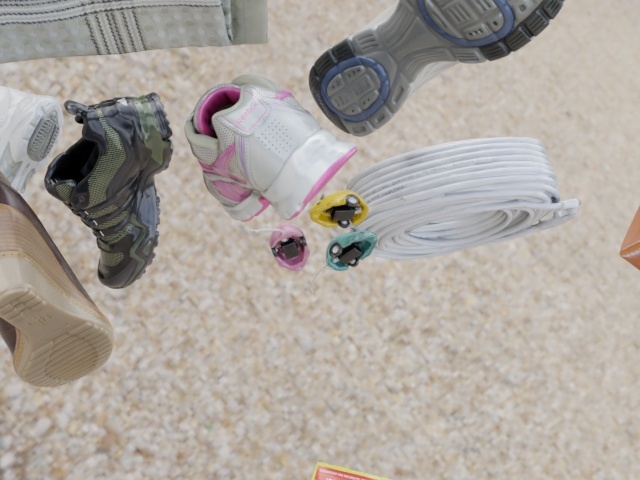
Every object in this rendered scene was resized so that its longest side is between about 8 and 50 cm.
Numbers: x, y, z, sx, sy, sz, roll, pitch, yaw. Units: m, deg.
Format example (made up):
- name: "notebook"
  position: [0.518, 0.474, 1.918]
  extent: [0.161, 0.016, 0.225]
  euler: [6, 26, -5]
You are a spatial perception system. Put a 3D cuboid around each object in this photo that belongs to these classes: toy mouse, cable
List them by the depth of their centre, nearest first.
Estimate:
- name: "toy mouse"
  position: [0.000, 0.000, 1.236]
  extent: [0.161, 0.143, 0.031]
  euler: [-6, 50, -16]
- name: "cable"
  position: [0.156, -0.050, 1.406]
  extent: [0.257, 0.257, 0.089]
  euler: [12, 64, -54]

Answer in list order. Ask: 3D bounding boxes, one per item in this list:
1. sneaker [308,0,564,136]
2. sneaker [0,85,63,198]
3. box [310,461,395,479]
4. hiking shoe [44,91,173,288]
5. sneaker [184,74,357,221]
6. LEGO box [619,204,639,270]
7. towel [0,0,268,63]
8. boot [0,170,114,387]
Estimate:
- name: "sneaker"
  position: [0.115, -0.207, 1.072]
  extent: [0.111, 0.297, 0.129]
  euler: [55, 43, -11]
- name: "sneaker"
  position: [-0.388, -0.072, 1.326]
  extent: [0.115, 0.232, 0.090]
  euler: [23, -14, 18]
- name: "box"
  position: [0.009, 0.266, 0.838]
  extent: [0.087, 0.058, 0.232]
  euler: [14, 34, 6]
- name: "hiking shoe"
  position: [-0.216, -0.048, 1.148]
  extent: [0.114, 0.227, 0.086]
  euler: [-1, 37, -21]
- name: "sneaker"
  position: [-0.059, -0.088, 0.994]
  extent: [0.111, 0.103, 0.252]
  euler: [45, -14, -14]
- name: "LEGO box"
  position: [0.497, -0.026, 0.714]
  extent: [0.372, 0.500, 0.193]
  euler: [36, 63, -6]
- name: "towel"
  position: [-0.196, -0.243, 0.866]
  extent: [0.312, 0.324, 0.056]
  euler: [88, -5, -52]
- name: "boot"
  position: [-0.262, 0.002, 0.999]
  extent: [0.207, 0.090, 0.248]
  euler: [61, -8, 25]
